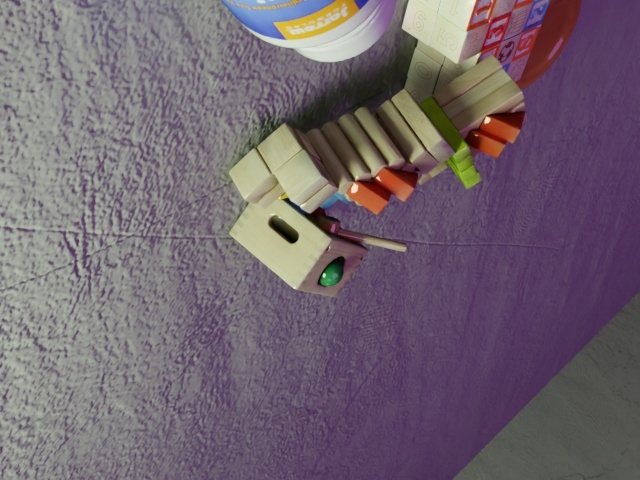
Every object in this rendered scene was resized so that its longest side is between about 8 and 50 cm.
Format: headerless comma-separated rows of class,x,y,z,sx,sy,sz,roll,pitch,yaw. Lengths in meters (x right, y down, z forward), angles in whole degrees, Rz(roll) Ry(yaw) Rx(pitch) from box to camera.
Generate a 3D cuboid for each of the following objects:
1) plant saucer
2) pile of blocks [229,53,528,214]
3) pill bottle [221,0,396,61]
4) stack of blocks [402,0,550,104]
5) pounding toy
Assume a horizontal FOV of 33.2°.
plant saucer,0.294,-0.282,1.472,0.200,0.037,0.200,-38,152,-24
pile of blocks,0.087,-0.079,1.189,0.362,0.112,0.149,-20,147,-18
pill bottle,-0.028,-0.244,0.845,0.152,0.152,0.272,-51,155,0
stack of blocks,0.183,-0.267,1.245,0.171,0.087,0.297,-30,148,-37
pounding toy,0.000,0.000,1.239,0.100,0.141,0.130,-56,155,9
